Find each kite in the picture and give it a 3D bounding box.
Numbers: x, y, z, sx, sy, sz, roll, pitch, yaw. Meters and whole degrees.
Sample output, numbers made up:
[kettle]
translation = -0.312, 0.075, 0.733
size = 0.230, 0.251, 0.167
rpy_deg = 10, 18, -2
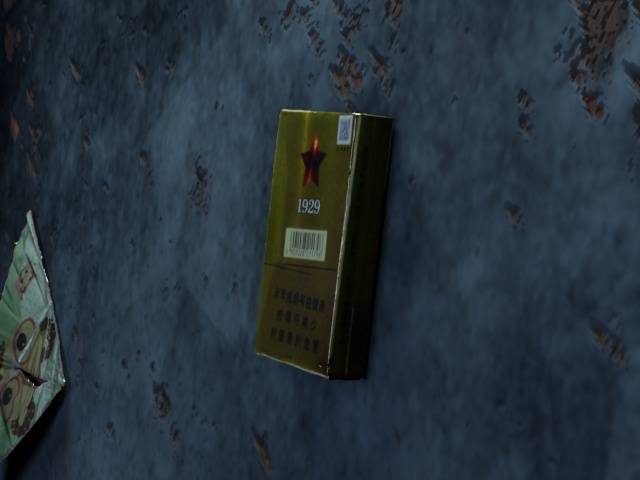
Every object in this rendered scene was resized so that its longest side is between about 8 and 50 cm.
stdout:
[kite]
translation = -0.246, 0.088, 1.393
size = 0.250, 0.012, 0.229
rpy_deg = 6, 81, 54

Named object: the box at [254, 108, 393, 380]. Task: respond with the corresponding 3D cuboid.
[box]
translation = 0.000, 0.000, 0.952
size = 0.090, 0.023, 0.133
rpy_deg = 7, 91, 61
